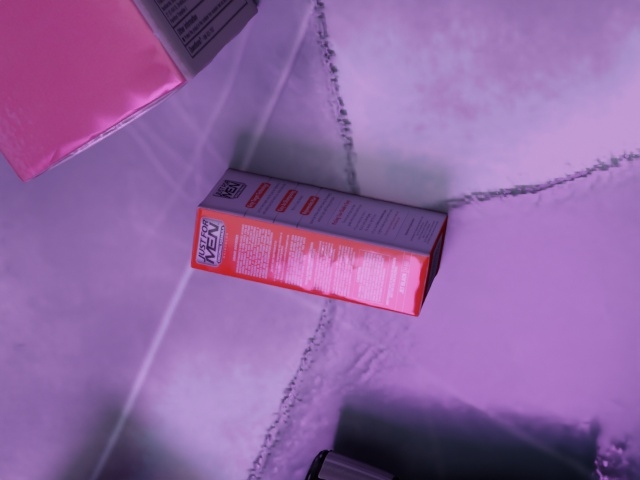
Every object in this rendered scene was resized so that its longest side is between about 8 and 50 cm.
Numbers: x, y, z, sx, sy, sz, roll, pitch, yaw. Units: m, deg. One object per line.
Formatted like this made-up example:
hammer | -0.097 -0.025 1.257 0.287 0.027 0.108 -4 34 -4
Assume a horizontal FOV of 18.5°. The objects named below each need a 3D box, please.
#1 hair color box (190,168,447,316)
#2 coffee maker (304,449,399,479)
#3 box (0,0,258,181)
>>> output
hair color box | 0.000 0.000 1.181 0.141 0.072 0.043 13 113 9
coffee maker | 0.063 0.221 1.201 0.178 0.171 0.120 9 129 11
box | -0.162 -0.175 1.106 0.127 0.148 0.232 -30 101 22
